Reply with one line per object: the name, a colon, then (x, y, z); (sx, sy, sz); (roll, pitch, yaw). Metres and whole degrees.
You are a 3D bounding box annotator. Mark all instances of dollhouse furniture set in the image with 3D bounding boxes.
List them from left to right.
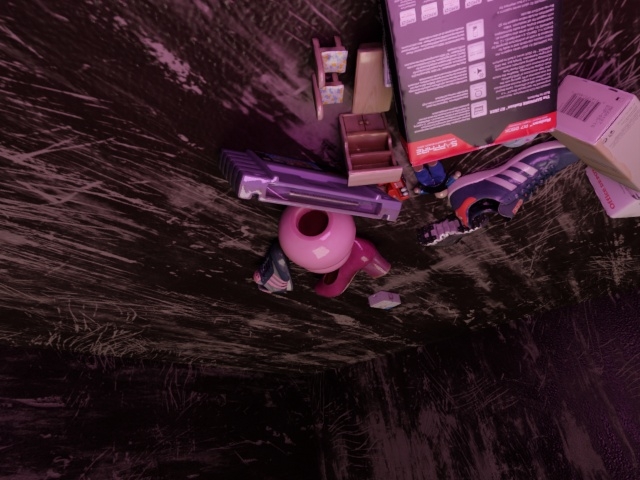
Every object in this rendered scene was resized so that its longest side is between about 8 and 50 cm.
dollhouse furniture set: (0.099, -0.239, 0.790); (0.213, 0.160, 0.242); (-7, 153, -4)

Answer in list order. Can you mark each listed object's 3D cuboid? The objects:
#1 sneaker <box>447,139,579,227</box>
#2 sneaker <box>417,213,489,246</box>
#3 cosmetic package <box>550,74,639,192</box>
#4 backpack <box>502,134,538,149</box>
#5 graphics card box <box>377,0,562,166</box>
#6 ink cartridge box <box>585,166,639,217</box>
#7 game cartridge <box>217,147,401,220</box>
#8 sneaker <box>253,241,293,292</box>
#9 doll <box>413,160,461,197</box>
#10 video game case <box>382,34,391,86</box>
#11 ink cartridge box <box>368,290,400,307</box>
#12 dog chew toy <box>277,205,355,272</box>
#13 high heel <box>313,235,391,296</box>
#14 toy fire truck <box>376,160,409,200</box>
sneaker: (0.527, -0.137, 1.130); (0.350, 0.147, 0.131); (-24, 149, 27)
sneaker: (0.442, -0.034, 1.388); (0.235, 0.078, 0.106); (-23, 153, 33)
cosmetic package: (0.636, -0.227, 0.934); (0.310, 0.160, 0.113); (19, 113, -35)
backpack: (0.341, -0.260, 0.799); (0.115, 0.181, 0.152); (3, 151, -21)
graphics card box: (0.205, -0.310, 0.595); (0.233, 0.094, 0.370); (-14, 126, 9)
ink cartridge box: (0.835, -0.190, 1.091); (0.100, 0.171, 0.237); (-3, 152, -11)
game cartridge: (-0.028, -0.127, 0.922); (0.356, 0.230, 0.068); (6, 116, -27)
sneaker: (-0.166, 0.108, 1.438); (0.131, 0.112, 0.319); (-9, 152, -6)
doll: (0.307, -0.162, 1.127); (0.129, 0.046, 0.189); (-18, 151, 20)
video game case: (0.197, -0.345, 0.661); (0.202, 0.023, 0.183); (-7, 118, -3)
ink cartridge box: (0.297, 0.278, 1.969); (0.123, 0.052, 0.089); (16, 144, -37)
dog chew toy: (0.000, 0.000, 1.201); (0.207, 0.206, 0.332); (-11, 161, 4)
high heel: (0.062, 0.088, 1.522); (0.181, 0.127, 0.377); (41, 135, -21)
toy fire truck: (0.164, -0.134, 1.138); (0.136, 0.047, 0.192); (-17, 151, 18)
